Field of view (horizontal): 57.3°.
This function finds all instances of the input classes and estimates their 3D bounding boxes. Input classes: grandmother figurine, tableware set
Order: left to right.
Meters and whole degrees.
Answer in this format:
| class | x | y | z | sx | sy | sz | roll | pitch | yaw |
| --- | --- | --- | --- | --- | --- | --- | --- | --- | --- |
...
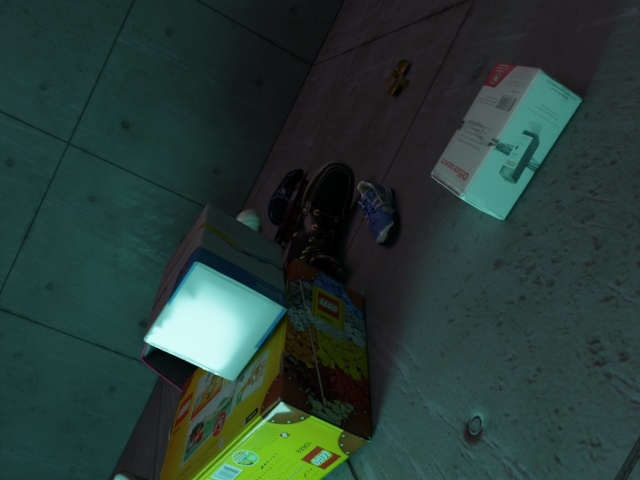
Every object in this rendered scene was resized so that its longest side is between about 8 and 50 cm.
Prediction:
| class | x | y | z | sx | sy | sz | roll | pitch | yaw |
| --- | --- | --- | --- | --- | --- | --- | --- | --- | --- |
| grandmother figurine | -0.196 | 0.064 | 1.737 | 0.104 | 0.207 | 0.343 | -35 | -48 | -41 |
| tableware set | 0.230 | -0.472 | 1.706 | 0.104 | 0.024 | 0.154 | -53 | 19 | 26 |

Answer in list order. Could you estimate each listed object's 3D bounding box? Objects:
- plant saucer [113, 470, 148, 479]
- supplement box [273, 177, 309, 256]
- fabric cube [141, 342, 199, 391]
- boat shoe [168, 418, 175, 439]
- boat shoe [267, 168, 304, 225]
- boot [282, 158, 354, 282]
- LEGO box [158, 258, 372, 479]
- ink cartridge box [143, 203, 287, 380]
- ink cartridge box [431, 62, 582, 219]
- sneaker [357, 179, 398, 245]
| class | x | y | z | sx | sy | sz | roll | pitch | yaw |
| --- | --- | --- | --- | --- | --- | --- | --- | --- | --- |
| plant saucer | -0.397 | 0.755 | 1.467 | 0.400 | 0.100 | 0.401 | 23 | 121 | 45 |
| supplement box | -0.048 | -0.048 | 1.746 | 0.073 | 0.130 | 0.240 | -24 | 42 | 67 |
| fabric cube | -0.286 | 0.262 | 1.626 | 0.254 | 0.259 | 0.258 | -63 | -16 | 18 |
| boat shoe | -0.504 | 0.678 | 2.173 | 0.079 | 0.084 | 0.233 | -57 | 15 | 26 |
| boat shoe | -0.136 | -0.179 | 2.256 | 0.089 | 0.108 | 0.259 | -33 | 37 | 55 |
| boot | 0.000 | 0.000 | 1.512 | 0.378 | 0.138 | 0.284 | -63 | 15 | 19 |
| LEGO box | -0.127 | 0.347 | 1.225 | 0.500 | 0.193 | 0.373 | -48 | 22 | 30 |
| ink cartridge box | -0.205 | 0.095 | 1.186 | 0.198 | 0.197 | 0.270 | -53 | 20 | 18 |
| ink cartridge box | 0.289 | -0.162 | 0.943 | 0.218 | 0.092 | 0.159 | -59 | 17 | 13 |
| sneaker | 0.123 | -0.064 | 1.330 | 0.080 | 0.081 | 0.211 | -54 | 21 | 27 |
